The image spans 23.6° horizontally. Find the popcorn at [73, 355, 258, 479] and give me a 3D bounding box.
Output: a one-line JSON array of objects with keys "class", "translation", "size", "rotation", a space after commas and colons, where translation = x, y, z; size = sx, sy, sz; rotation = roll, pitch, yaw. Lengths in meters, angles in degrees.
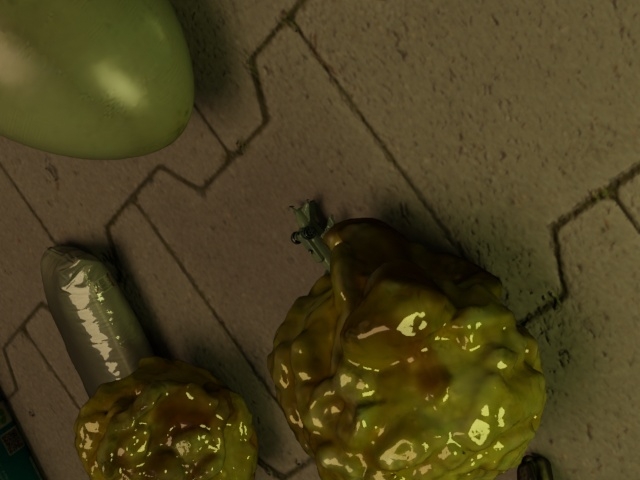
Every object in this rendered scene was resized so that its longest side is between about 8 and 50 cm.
[{"class": "popcorn", "translation": [-0.155, 0.217, 1.605], "size": [0.155, 0.198, 0.197], "rotation": [27, 135, 61]}]

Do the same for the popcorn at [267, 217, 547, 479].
[{"class": "popcorn", "translation": [0.066, 0.094, 1.284], "size": [0.237, 0.206, 0.251], "rotation": [144, 111, -67]}]

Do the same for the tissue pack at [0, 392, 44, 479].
[{"class": "tissue pack", "translation": [-0.496, 0.286, 2.008], "size": [0.134, 0.192, 0.271], "rotation": [-15, 102, 49]}]

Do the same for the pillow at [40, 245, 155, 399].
[{"class": "pillow", "translation": [-0.242, 0.125, 1.723], "size": [0.144, 0.078, 0.254], "rotation": [-1, 114, 58]}]

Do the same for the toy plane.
[{"class": "toy plane", "translation": [-0.002, 0.001, 1.420], "size": [0.083, 0.033, 0.080], "rotation": [60, 152, -3]}]

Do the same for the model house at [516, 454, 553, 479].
[{"class": "model house", "translation": [0.183, 0.346, 1.375], "size": [0.218, 0.205, 0.278], "rotation": [-36, 57, 50]}]

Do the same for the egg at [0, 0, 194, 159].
[{"class": "egg", "translation": [-0.242, -0.189, 1.407], "size": [0.295, 0.218, 0.218], "rotation": [37, 138, 9]}]
